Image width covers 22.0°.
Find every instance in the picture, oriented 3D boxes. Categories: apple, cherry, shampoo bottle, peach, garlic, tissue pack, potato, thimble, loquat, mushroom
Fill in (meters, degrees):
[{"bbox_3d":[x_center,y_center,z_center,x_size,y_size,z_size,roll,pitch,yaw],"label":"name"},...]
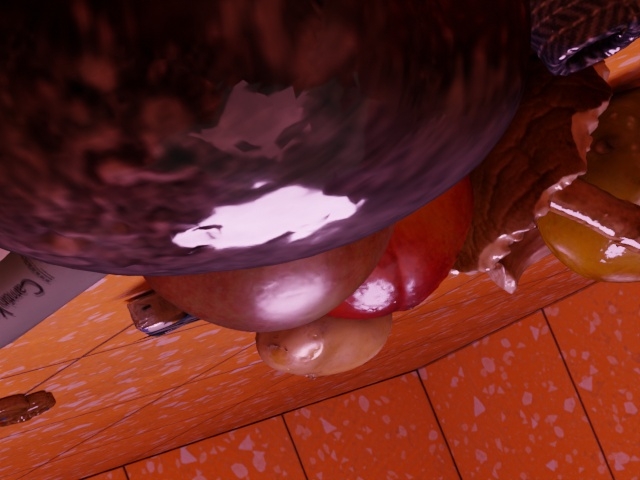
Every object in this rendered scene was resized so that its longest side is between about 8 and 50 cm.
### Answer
[{"bbox_3d":[-0.039,-0.039,1.052,0.188,0.188,0.174,-19,165,-20],"label":"apple"},{"bbox_3d":[-0.048,-0.096,0.633,0.296,0.218,0.255,-15,175,30],"label":"cherry"},{"bbox_3d":[-0.237,0.026,1.278,0.085,0.085,0.262,-14,168,-41],"label":"shampoo bottle"},{"bbox_3d":[0.029,-0.021,1.305,0.190,0.190,0.192,-22,152,0],"label":"peach"},{"bbox_3d":[0.291,-0.012,2.122,0.198,0.128,0.090,-14,153,-25],"label":"garlic"},{"bbox_3d":[-0.176,0.080,1.845,0.062,0.042,0.083,-26,169,1],"label":"tissue pack"},{"bbox_3d":[0.003,0.100,1.861,0.118,0.109,0.178,18,-161,39],"label":"potato"},{"bbox_3d":[0.195,-0.166,1.230,0.095,0.066,0.104,-21,171,-22],"label":"thimble"},{"bbox_3d":[0.323,-0.045,1.764,0.213,0.213,0.246,-17,153,-28],"label":"loquat"},{"bbox_3d":[0.225,-0.040,1.393,0.302,0.233,0.208,18,157,11],"label":"mushroom"}]

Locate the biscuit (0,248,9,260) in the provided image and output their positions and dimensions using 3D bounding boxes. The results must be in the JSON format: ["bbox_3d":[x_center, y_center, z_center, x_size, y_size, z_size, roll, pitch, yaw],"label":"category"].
[{"bbox_3d":[-0.264,0.006,1.191,0.052,0.056,0.188,-16,170,-35],"label":"biscuit"}]

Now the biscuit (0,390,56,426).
[{"bbox_3d":[-0.427,0.235,2.205,0.124,0.026,0.175,-27,169,32],"label":"biscuit"}]

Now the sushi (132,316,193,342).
[{"bbox_3d":[0.000,0.000,1.765,0.339,0.068,0.320,-17,175,-41],"label":"sushi"}]
